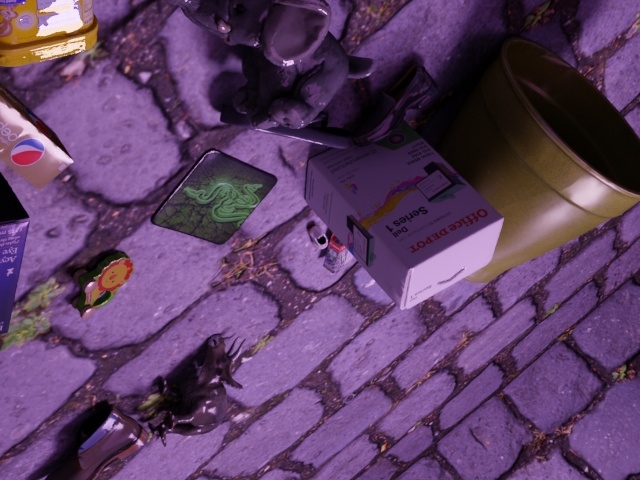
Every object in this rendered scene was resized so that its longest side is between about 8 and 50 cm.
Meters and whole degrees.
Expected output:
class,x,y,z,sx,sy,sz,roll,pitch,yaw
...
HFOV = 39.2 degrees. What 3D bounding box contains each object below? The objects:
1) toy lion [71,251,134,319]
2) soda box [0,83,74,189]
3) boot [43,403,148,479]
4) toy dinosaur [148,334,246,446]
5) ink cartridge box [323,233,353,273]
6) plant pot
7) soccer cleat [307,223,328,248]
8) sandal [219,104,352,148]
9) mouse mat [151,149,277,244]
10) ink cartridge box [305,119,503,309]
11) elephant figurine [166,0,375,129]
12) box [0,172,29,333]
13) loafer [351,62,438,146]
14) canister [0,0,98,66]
class,x,y,z,sx,sy,sz,roll,pitch,yaw
toy lion,-0.329,0.064,1.372,0.096,0.034,0.100,-26,148,-38
soda box,-0.363,-0.133,1.031,0.058,0.061,0.181,-39,150,-1
boot,-0.437,0.382,1.652,0.219,0.082,0.106,-33,128,-6
toy dinosaur,-0.238,0.331,1.742,0.160,0.121,0.313,-3,131,-28
ink cartridge box,0.044,0.004,1.705,0.063,0.029,0.115,-37,155,-38
plant pot,0.349,-0.112,1.638,0.366,0.366,0.353,-2,144,-48
soccer cleat,0.000,0.000,1.655,0.029,0.035,0.083,-38,150,-6
sandal,-0.036,-0.178,1.329,0.254,0.097,0.054,4,101,-52
mouse mat,-0.162,-0.063,1.414,0.152,0.007,0.190,-49,150,14
ink cartridge box,0.135,-0.051,1.498,0.201,0.278,0.117,-27,148,-23
elephant figurine,-0.061,-0.269,1.126,0.186,0.169,0.239,-56,145,-35
box,-0.457,0.027,1.091,0.153,0.108,0.207,-14,141,-39
loafer,0.112,-0.223,1.477,0.170,0.062,0.061,-42,129,-4
canister,-0.292,-0.275,0.915,0.126,0.073,0.170,-22,144,-30
